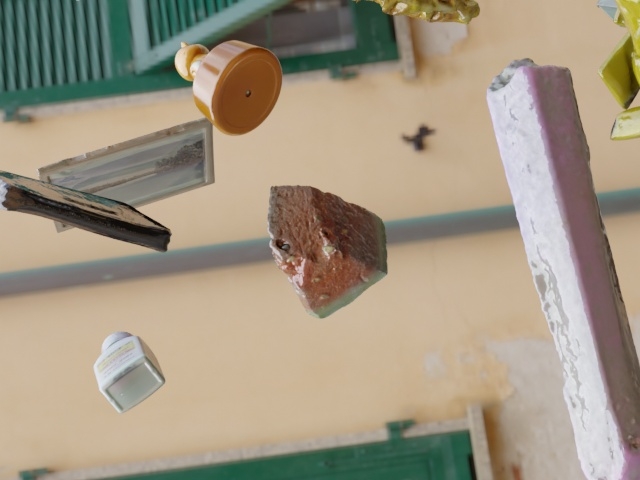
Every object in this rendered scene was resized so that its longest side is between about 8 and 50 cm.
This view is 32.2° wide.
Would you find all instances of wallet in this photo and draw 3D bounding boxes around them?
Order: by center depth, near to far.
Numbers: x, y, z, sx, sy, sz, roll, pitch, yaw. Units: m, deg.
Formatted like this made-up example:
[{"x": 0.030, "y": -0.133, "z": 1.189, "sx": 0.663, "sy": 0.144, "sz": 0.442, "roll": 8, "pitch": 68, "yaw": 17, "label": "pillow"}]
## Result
[{"x": -0.305, "y": -0.038, "z": 1.381, "sx": 0.149, "sy": 0.250, "sz": 0.044, "roll": 24, "pitch": 95, "yaw": 53, "label": "wallet"}]

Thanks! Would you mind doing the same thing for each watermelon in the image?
[{"x": 0.000, "y": 0.000, "z": 1.872, "sx": 0.256, "sy": 0.139, "sz": 0.193, "roll": 44, "pitch": -140, "yaw": -46, "label": "watermelon"}]

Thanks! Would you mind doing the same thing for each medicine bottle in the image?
[{"x": -0.251, "y": 0.164, "z": 1.433, "sx": 0.055, "sy": 0.074, "sz": 0.118, "roll": 55, "pitch": 177, "yaw": -25, "label": "medicine bottle"}]

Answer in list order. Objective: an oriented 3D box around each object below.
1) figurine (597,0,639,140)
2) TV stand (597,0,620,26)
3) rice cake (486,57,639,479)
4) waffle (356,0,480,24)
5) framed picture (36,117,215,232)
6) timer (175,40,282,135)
[{"x": 0.478, "y": -0.275, "z": 1.509, "sx": 0.169, "sy": 0.218, "sz": 0.327, "roll": -89, "pitch": -21, "yaw": -69, "label": "figurine"}, {"x": 0.657, "y": -0.549, "z": 2.169, "sx": 0.088, "sy": 0.270, "sz": 0.082, "roll": 33, "pitch": 178, "yaw": -34, "label": "TV stand"}, {"x": 0.222, "y": 0.024, "z": 0.964, "sx": 0.064, "sy": 0.070, "sz": 0.399, "roll": -20, "pitch": 82, "yaw": 49, "label": "rice cake"}, {"x": 0.068, "y": -0.387, "z": 1.579, "sx": 0.302, "sy": 0.324, "sz": 0.068, "roll": 46, "pitch": 119, "yaw": 45, "label": "waffle"}, {"x": -0.315, "y": -0.107, "z": 1.843, "sx": 0.213, "sy": 0.289, "sz": 0.016, "roll": 100, "pitch": 149, "yaw": -64, "label": "framed picture"}, {"x": -0.151, "y": -0.238, "z": 1.578, "sx": 0.152, "sy": 0.132, "sz": 0.132, "roll": 33, "pitch": 148, "yaw": 33, "label": "timer"}]
